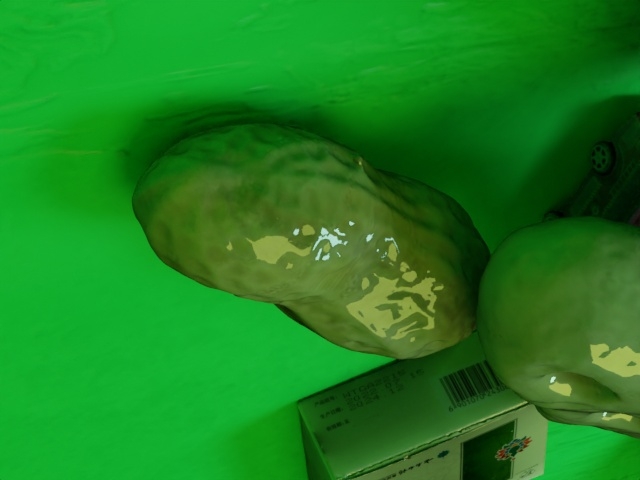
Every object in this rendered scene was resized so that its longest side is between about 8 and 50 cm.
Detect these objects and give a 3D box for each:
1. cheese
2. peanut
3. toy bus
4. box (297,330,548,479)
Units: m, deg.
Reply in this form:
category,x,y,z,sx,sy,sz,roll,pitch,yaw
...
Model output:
category,x,y,z,sx,sy,sz,roll,pitch,yaw
cheese,0.229,0.086,1.395,0.351,0.129,0.328,15,167,-21
peanut,0.000,0.000,1.274,0.149,0.149,0.313,-43,142,22
toy bus,0.244,-0.026,1.466,0.065,0.077,0.192,-5,141,-32
box,0.095,0.184,1.632,0.212,0.095,0.168,-22,149,-10
